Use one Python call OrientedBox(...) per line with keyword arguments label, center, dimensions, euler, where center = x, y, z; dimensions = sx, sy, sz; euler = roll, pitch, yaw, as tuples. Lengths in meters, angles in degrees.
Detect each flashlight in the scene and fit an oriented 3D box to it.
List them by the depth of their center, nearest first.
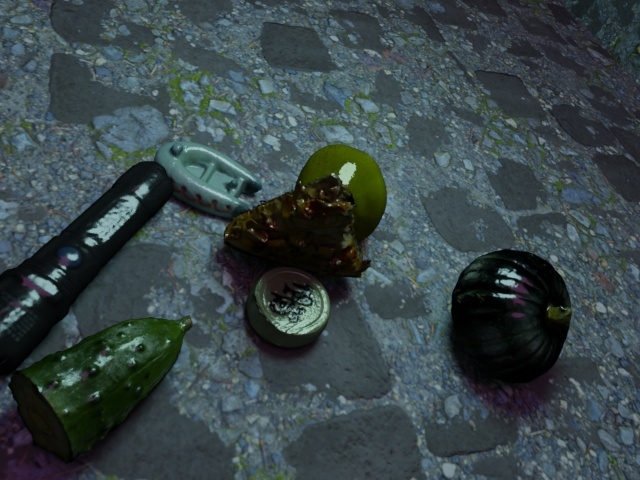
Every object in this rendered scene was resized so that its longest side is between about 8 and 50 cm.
OrientedBox(label="flashlight", center=(-0.363, 0.016, 0.807), dimensions=(0.103, 0.103, 0.424), euler=(30, 46, 0))

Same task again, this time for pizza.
OrientedBox(label="pizza", center=(0.000, 0.000, 0.894), dimensions=(0.251, 0.288, 0.073), euler=(25, 61, -33))

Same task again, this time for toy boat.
OrientedBox(label="toy boat", center=(-0.215, -0.126, 1.004), dimensions=(0.208, 0.078, 0.134), euler=(26, 49, -6))

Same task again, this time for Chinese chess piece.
OrientedBox(label="Chinese chess piece", center=(-0.053, 0.112, 0.897), dimensions=(0.144, 0.058, 0.144), euler=(12, 50, -15))

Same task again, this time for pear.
OrientedBox(label="pear", center=(0.041, -0.089, 1.021), dimensions=(0.198, 0.198, 0.198), euler=(13, 49, -16))

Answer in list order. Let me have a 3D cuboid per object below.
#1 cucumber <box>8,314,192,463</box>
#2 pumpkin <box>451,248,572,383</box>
OrientedBox(label="cucumber", center=(-0.272, 0.169, 0.708), dimensions=(0.134, 0.134, 0.244), euler=(45, 45, 14))
OrientedBox(label="pumpkin", center=(0.365, 0.137, 0.977), dimensions=(0.250, 0.216, 0.249), euler=(3, 85, -34))
